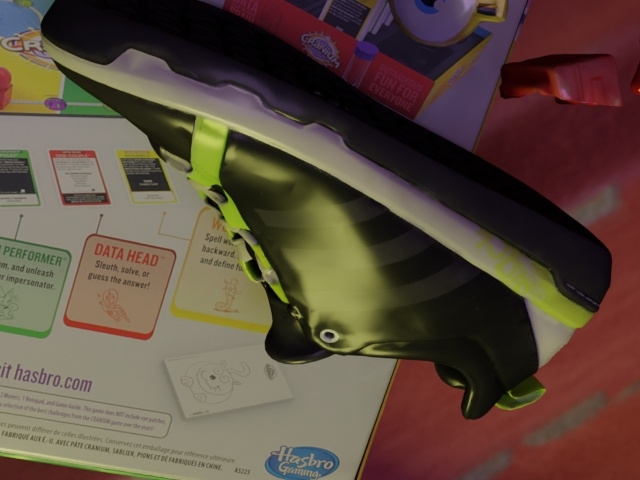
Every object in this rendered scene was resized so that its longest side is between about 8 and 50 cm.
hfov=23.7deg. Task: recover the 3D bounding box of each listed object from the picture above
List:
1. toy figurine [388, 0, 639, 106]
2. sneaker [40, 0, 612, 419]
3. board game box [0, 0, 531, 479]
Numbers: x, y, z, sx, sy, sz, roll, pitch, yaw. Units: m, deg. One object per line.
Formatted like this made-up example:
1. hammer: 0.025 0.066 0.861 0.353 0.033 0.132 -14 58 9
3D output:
1. toy figurine: 0.128 -0.217 0.416 0.191 0.217 0.362 -9 100 -19
2. sneaker: 0.000 0.000 0.521 0.235 0.084 0.097 28 103 -24
3. board game box: -0.056 -0.067 0.561 0.242 0.064 0.316 13 108 -21
